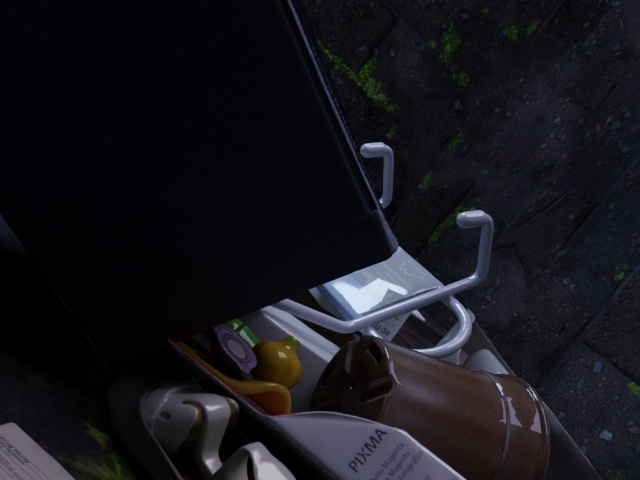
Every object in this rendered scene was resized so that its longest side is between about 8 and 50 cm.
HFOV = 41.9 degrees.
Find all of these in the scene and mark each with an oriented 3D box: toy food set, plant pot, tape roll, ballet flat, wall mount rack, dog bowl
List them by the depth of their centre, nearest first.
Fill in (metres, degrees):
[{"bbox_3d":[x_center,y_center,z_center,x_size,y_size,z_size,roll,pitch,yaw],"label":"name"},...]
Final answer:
[{"bbox_3d":[-0.056,0.130,0.490,0.072,0.068,0.213,-7,37,-41],"label":"ballet flat"},{"bbox_3d":[-0.096,0.063,0.690,0.217,0.071,0.128,34,-7,9],"label":"toy food set"},{"bbox_3d":[0.087,0.171,0.749,0.165,0.167,0.167,28,9,-24],"label":"plant pot"},{"bbox_3d":[0.000,0.000,0.903,0.350,0.304,0.131,44,-37,50],"label":"wall mount rack"},{"bbox_3d":[0.236,0.246,0.960,0.349,0.102,0.349,52,5,-6],"label":"dog bowl"},{"bbox_3d":[-0.050,0.091,0.965,0.392,0.072,0.392,37,5,-4],"label":"tape roll"}]

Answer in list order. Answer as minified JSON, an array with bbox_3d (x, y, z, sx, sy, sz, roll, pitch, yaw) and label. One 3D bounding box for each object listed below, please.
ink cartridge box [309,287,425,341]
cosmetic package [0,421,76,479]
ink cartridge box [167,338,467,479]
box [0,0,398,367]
[{"bbox_3d":[0.040,0.062,1.066,0.115,0.067,0.198,33,5,-26],"label":"ink cartridge box"},{"bbox_3d":[-0.139,0.110,0.314,0.060,0.041,0.115,38,5,13],"label":"cosmetic package"},{"bbox_3d":[0.007,0.145,0.577,0.232,0.066,0.189,42,-18,12],"label":"ink cartridge box"},{"bbox_3d":[-0.119,-0.159,0.626,0.395,0.211,0.294,-104,171,-60],"label":"box"}]
